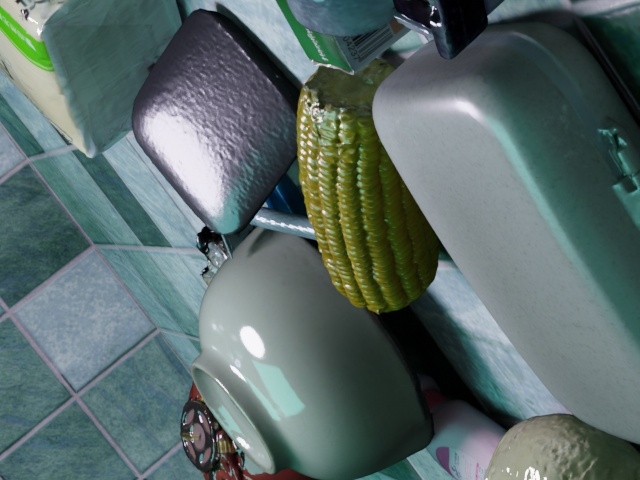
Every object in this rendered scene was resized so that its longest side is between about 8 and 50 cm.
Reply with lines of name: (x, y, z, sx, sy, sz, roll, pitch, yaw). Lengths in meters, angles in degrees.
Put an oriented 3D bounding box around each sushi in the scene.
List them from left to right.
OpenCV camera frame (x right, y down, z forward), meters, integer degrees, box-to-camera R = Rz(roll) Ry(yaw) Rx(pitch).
sushi: (-0.101, 0.032, 2.144, 0.147, 0.115, 0.212, 43, 162, 15)

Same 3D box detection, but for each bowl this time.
bowl: (-0.039, 0.170, 1.884, 0.354, 0.185, 0.354, 47, 162, 21)

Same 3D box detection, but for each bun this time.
bun: (0.270, 0.308, 1.610, 0.244, 0.153, 0.244, 34, 149, 24)

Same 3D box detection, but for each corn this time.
corn: (0.047, -0.053, 1.514, 0.131, 0.131, 0.344, 41, 160, 32)

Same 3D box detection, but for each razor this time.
razor: (-0.022, -0.017, 1.751, 0.232, 0.068, 0.106, 13, 141, 32)

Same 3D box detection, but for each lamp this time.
lamp: (-0.091, 0.297, 2.437, 0.303, 0.257, 0.303, 11, 104, 54)

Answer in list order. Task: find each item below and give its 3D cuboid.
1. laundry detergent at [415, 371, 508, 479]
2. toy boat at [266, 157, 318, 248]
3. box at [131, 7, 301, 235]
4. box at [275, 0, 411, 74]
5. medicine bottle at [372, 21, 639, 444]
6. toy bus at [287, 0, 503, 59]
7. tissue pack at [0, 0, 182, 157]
laundry detergent: (0.209, 0.277, 1.891, 0.335, 0.088, 0.159, 36, 159, 45)
toy boat: (0.000, 0.000, 1.880, 0.096, 0.062, 0.299, 31, 155, 50)
box: (-0.117, -0.135, 1.715, 0.212, 0.201, 0.042, 46, -153, 16)
box: (0.014, -0.245, 1.138, 0.081, 0.135, 0.199, 27, 151, 56)
medicine bottle: (0.200, 0.002, 1.210, 0.375, 0.123, 0.282, 54, 166, -16)
toy bus: (-0.034, -0.316, 0.899, 0.440, 0.249, 0.209, 31, 156, 36)
tissue pack: (-0.365, -0.346, 1.843, 0.405, 0.205, 0.332, 46, 168, 20)
